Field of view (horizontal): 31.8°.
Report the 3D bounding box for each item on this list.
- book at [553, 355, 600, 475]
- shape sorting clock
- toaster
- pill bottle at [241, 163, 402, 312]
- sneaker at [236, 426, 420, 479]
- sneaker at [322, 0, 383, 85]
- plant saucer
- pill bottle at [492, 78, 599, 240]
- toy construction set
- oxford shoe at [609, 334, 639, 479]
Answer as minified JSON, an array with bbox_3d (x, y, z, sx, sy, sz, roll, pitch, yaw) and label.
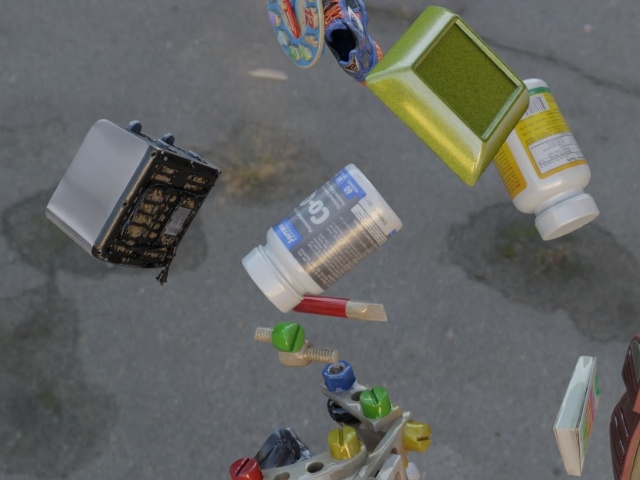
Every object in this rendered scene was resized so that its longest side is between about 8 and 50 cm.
[{"bbox_3d":[0.369,0.248,1.594,0.035,0.096,0.144,2,39,25],"label":"book"},{"bbox_3d":[-0.046,-0.374,1.773,0.040,0.206,0.206,-19,46,-25],"label":"shape sorting clock"},{"bbox_3d":[-0.235,-0.051,1.420,0.110,0.186,0.168,34,9,25],"label":"toaster"},{"bbox_3d":[0.000,0.000,1.031,0.137,0.078,0.078,-39,49,2],"label":"pill bottle"},{"bbox_3d":[0.002,0.338,1.655,0.268,0.101,0.153,-20,65,0],"label":"sneaker"},{"bbox_3d":[0.042,-0.381,2.005,0.087,0.083,0.221,13,44,-52],"label":"sneaker"},{"bbox_3d":[0.173,-0.192,1.393,0.188,0.045,0.188,44,53,-7],"label":"plant saucer"},{"bbox_3d":[0.308,-0.112,1.580,0.117,0.117,0.208,-16,74,-30],"label":"pill bottle"},{"bbox_3d":[0.052,0.223,1.299,0.237,0.309,0.257,2,7,40],"label":"toy construction set"},{"bbox_3d":[0.546,0.296,1.810,0.130,0.348,0.123,1,43,1],"label":"oxford shoe"}]
